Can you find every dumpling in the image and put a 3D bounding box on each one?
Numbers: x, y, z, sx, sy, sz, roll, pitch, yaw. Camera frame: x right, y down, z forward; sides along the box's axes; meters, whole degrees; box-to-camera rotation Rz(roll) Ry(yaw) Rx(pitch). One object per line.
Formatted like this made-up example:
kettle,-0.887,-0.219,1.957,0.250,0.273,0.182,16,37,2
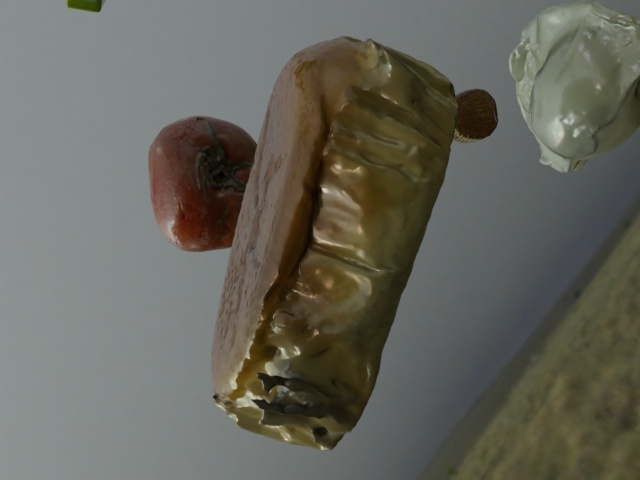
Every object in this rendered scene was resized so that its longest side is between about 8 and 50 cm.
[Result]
dumpling,0.325,-0.203,1.313,0.147,0.193,0.258,-27,-16,-31

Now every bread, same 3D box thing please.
bread,0.227,-0.188,1.574,0.085,0.085,0.053,-52,3,-6
bread,-0.001,0.001,1.002,0.236,0.183,0.389,-118,46,-88

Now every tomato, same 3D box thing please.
tomato,-0.174,-0.095,1.696,0.095,0.237,0.237,-16,22,51

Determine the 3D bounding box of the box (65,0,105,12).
box,-0.251,-0.453,1.210,0.187,0.047,0.335,-97,17,-64
